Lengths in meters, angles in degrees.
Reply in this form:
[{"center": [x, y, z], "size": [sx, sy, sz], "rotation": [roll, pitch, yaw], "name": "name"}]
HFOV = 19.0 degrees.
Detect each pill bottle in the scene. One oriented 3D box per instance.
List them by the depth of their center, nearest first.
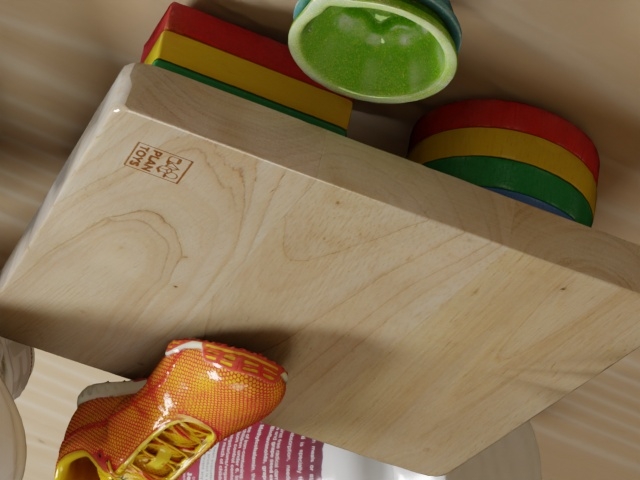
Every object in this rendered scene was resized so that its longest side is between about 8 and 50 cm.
[{"center": [0.010, 0.143, 1.123], "size": [0.221, 0.121, 0.121], "rotation": [-10, 145, 37], "name": "pill bottle"}]

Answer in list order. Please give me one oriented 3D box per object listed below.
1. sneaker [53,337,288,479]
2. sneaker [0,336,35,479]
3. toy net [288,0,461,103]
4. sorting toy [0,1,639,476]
[{"center": [-0.071, 0.094, 0.929], "size": [0.064, 0.067, 0.175], "rotation": [26, 148, -22], "name": "sneaker"}, {"center": [-0.192, 0.064, 1.012], "size": [0.123, 0.105, 0.290], "rotation": [-3, -165, -29], "name": "sneaker"}, {"center": [-0.047, -0.125, 0.725], "size": [0.232, 0.045, 0.122], "rotation": [17, 152, -8], "name": "toy net"}, {"center": [0.000, 0.000, 0.894], "size": [0.256, 0.089, 0.257], "rotation": [20, 151, -14], "name": "sorting toy"}]
